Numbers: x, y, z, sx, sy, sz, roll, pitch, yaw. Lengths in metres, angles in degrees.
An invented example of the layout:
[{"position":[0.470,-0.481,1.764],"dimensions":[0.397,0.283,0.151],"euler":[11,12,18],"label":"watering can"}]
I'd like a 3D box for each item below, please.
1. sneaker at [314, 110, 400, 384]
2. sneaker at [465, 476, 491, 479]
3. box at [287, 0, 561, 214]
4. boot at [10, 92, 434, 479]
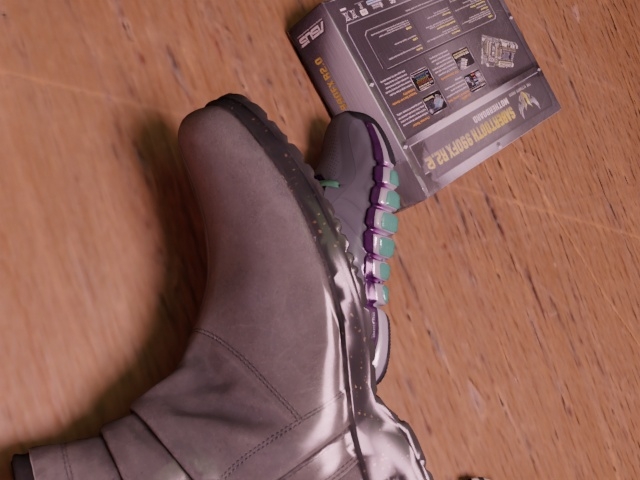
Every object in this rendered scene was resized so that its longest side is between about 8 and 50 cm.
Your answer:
[{"position":[0.000,0.000,0.598],"dimensions":[0.098,0.083,0.224],"euler":[9,71,-28],"label":"sneaker"},{"position":[0.122,0.240,0.638],"dimensions":[0.043,0.040,0.109],"euler":[25,57,-8],"label":"sneaker"},{"position":[0.105,-0.153,0.735],"dimensions":[0.231,0.056,0.183],"euler":[-33,96,-37],"label":"box"},{"position":[-0.078,0.090,0.472],"dimensions":[0.222,0.118,0.338],"euler":[-20,82,-17],"label":"boot"}]
